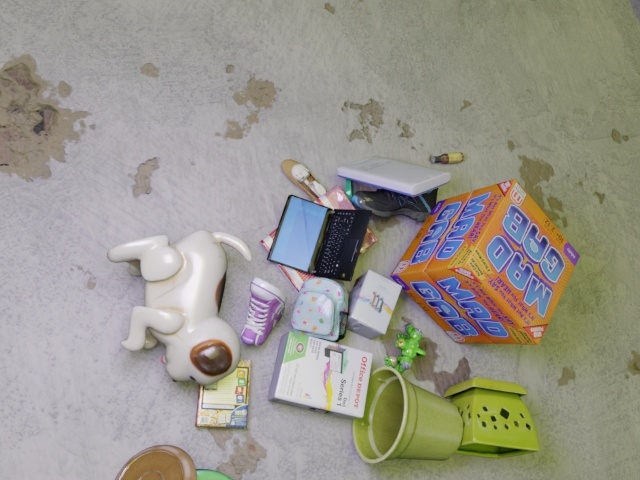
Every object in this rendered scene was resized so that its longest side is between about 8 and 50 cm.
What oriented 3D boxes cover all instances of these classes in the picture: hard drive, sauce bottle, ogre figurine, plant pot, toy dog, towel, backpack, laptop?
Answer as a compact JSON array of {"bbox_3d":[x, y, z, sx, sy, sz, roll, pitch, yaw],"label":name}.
[{"bbox_3d":[0.245,-0.222,1.889,0.210,0.319,0.040,-22,121,-40],"label":"hard drive"},{"bbox_3d":[0.486,-0.315,2.141,0.128,0.042,0.042,-6,73,-21],"label":"sauce bottle"},{"bbox_3d":[0.277,0.352,1.801,0.097,0.118,0.197,46,64,2],"label":"ogre figurine"},{"bbox_3d":[0.517,0.554,1.754,0.228,0.227,0.207,11,62,-13],"label":"plant pot"},{"bbox_3d":[-0.357,0.200,1.557,0.395,0.284,0.408,-15,78,-16],"label":"toy dog"},{"bbox_3d":[0.000,0.000,1.840,0.329,0.037,0.237,-37,90,-14],"label":"towel"},{"bbox_3d":[0.001,0.206,1.720,0.166,0.144,0.188,7,77,22],"label":"backpack"},{"bbox_3d":[-0.438,0.638,1.450,0.236,0.032,0.236,-7,45,7],"label":"plant pot"},{"bbox_3d":[-0.004,-0.014,1.754,0.136,0.264,0.234,27,76,-41],"label":"laptop"},{"bbox_3d":[0.273,0.544,1.675,0.254,0.276,0.276,21,66,-23],"label":"plant pot"}]

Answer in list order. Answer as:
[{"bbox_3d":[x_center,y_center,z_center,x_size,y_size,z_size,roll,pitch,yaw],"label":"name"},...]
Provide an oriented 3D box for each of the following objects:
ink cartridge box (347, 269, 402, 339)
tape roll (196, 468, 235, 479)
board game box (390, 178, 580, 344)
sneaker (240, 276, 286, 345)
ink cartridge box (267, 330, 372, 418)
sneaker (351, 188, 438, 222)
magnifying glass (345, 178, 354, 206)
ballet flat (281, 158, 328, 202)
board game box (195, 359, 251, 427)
[{"bbox_3d":[0.160,0.211,1.807,0.127,0.128,0.176,28,67,-7],"label":"ink cartridge box"},{"bbox_3d":[-0.329,0.779,1.484,0.321,0.077,0.321,5,71,-15],"label":"tape roll"},{"bbox_3d":[0.524,0.083,1.799,0.356,0.356,0.356,45,64,-17],"label":"board game box"},{"bbox_3d":[-0.174,0.220,1.618,0.102,0.282,0.161,25,66,16],"label":"sneaker"},{"bbox_3d":[0.002,0.410,1.694,0.278,0.117,0.201,17,67,-12],"label":"ink cartridge box"},{"bbox_3d":[0.258,-0.154,1.929,0.341,0.125,0.139,3,115,-32],"label":"sneaker"},{"bbox_3d":[0.106,-0.100,1.932,0.026,0.092,0.231,-3,82,9],"label":"magnifying glass"},{"bbox_3d":[-0.039,-0.204,1.920,0.232,0.073,0.080,45,67,2],"label":"ballet flat"},{"bbox_3d":[-0.281,0.444,1.632,0.147,0.045,0.193,8,69,-14],"label":"board game box"}]
